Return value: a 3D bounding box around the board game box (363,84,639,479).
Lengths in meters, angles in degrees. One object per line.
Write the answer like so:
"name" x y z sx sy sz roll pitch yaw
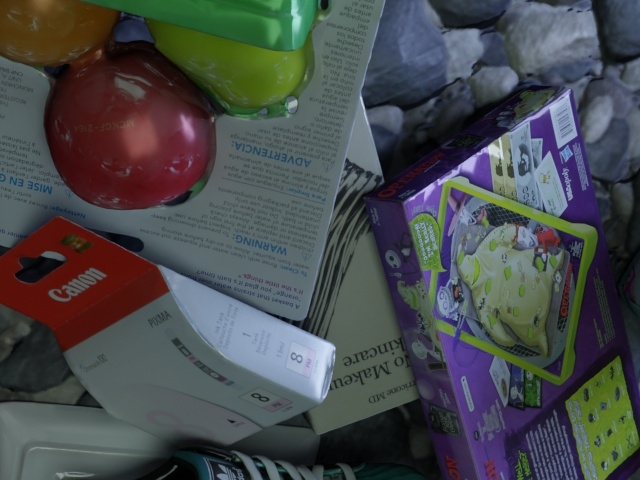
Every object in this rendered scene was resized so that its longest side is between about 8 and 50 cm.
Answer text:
"board game box" 0.158 0.076 1.446 0.208 0.056 0.346 -36 120 -40

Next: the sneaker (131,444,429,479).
"sneaker" -0.053 0.216 1.413 0.302 0.108 0.121 -12 133 -9

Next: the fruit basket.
"fruit basket" -0.129 -0.132 1.237 0.327 0.165 0.353 14 127 1

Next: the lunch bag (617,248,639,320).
"lunch bag" 0.379 0.017 1.440 0.262 0.223 0.160 -23 108 -4

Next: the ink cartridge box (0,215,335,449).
"ink cartridge box" -0.134 0.078 1.353 0.232 0.189 0.066 23 62 -24

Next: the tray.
"tray" -0.138 0.211 1.478 0.270 0.030 0.145 7 109 -17

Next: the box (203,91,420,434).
"box" 0.000 0.000 1.401 0.113 0.094 0.275 -21 113 -8
